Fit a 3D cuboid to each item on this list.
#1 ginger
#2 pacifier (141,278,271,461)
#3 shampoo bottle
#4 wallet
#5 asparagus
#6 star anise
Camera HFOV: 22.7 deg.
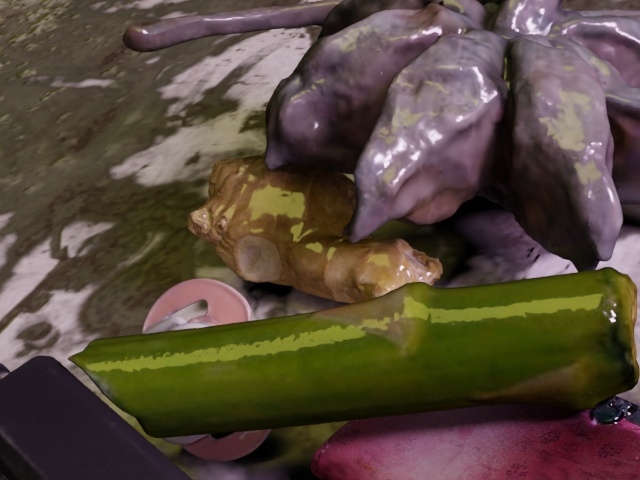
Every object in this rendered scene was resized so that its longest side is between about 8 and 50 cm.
[{"bbox_3d":[0.004,-0.004,0.952,0.165,0.067,0.096,23,37,26],"label":"ginger"},{"bbox_3d":[-0.057,0.071,0.863,0.081,0.099,0.078,-26,-12,23],"label":"pacifier"},{"bbox_3d":[-0.100,0.129,0.755,0.071,0.098,0.309,-35,35,-18],"label":"shampoo bottle"},{"bbox_3d":[0.109,0.114,0.747,0.119,0.025,0.232,-36,35,-27],"label":"wallet"},{"bbox_3d":[0.018,0.060,0.776,0.277,0.067,0.060,-9,45,10],"label":"asparagus"},{"bbox_3d":[0.082,-0.092,0.931,0.359,0.139,0.316,-6,27,-13],"label":"star anise"}]
